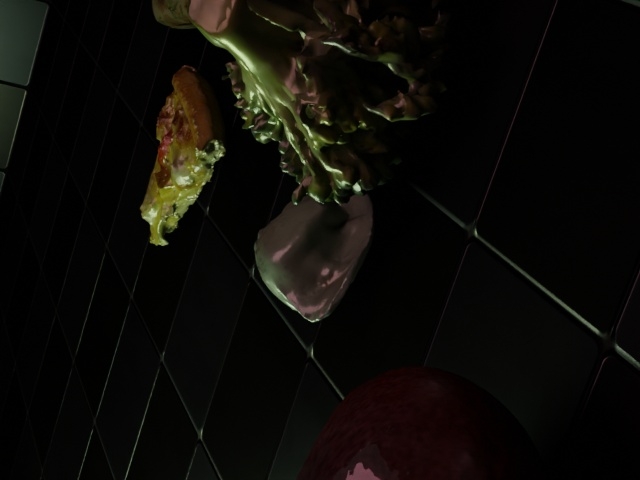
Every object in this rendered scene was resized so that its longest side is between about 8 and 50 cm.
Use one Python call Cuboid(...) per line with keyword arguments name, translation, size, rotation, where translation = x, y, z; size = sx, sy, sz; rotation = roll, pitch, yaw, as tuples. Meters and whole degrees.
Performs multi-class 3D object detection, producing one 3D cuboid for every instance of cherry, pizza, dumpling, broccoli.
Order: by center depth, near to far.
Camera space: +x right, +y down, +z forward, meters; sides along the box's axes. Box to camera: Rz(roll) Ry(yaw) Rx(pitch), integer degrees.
Cuboid(name="cherry", translation=(0.084, 0.214, 1.011), size=(0.239, 0.206, 0.239), rotation=(23, -90, -80))
Cuboid(name="broccoli", translation=(0.016, -0.214, 1.328), size=(0.324, 0.272, 0.334), rotation=(39, 114, 19))
Cuboid(name="dumpling", translation=(-0.015, 0.002, 1.415), size=(0.153, 0.108, 0.219), rotation=(-68, 28, 23))
Cuboid(name="pizza", translation=(-0.230, -0.115, 1.984), size=(0.288, 0.075, 0.280), rotation=(-70, 24, 18))

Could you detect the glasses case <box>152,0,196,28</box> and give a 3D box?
Cuboid(name="glasses case", translation=(-0.176, -0.417, 1.971), size=(0.425, 0.098, 0.157), rotation=(17, 92, 66))
